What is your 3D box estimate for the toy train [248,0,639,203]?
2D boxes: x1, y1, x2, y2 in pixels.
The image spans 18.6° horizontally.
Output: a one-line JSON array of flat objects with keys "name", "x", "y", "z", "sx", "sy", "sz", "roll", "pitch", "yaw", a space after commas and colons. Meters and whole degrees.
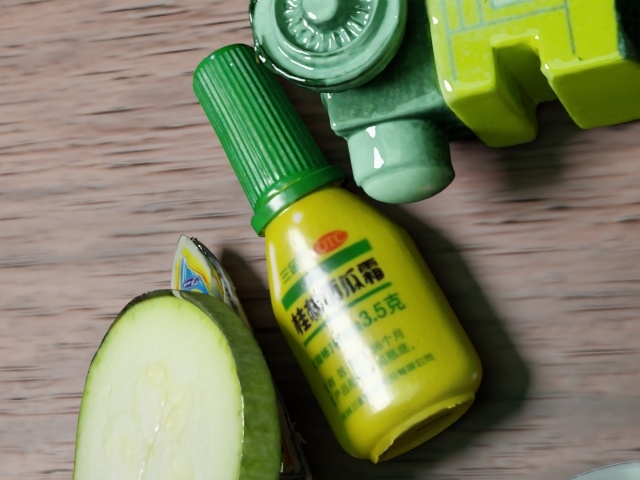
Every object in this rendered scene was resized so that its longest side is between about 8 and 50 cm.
[{"name": "toy train", "x": 0.090, "y": -0.251, "z": 1.280, "sx": 0.272, "sy": 0.179, "sz": 0.442, "roll": -12, "pitch": 74, "yaw": 16}]

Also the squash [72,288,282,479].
[{"name": "squash", "x": -0.096, "y": 0.139, "z": 1.298, "sx": 0.219, "sy": 0.041, "sz": 0.219, "roll": -17, "pitch": 68, "yaw": 51}]

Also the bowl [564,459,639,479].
[{"name": "bowl", "x": 0.198, "y": 0.220, "z": 1.164, "sx": 0.189, "sy": 0.189, "sz": 0.086, "roll": -1, "pitch": 121, "yaw": 24}]

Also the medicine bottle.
[{"name": "medicine bottle", "x": 0.000, "y": 0.000, "z": 1.320, "sx": 0.111, "sy": 0.076, "sz": 0.309, "roll": -34, "pitch": 67, "yaw": 14}]

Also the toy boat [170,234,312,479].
[{"name": "toy boat", "x": -0.067, "y": 0.091, "z": 1.338, "sx": 0.084, "sy": 0.066, "sz": 0.210, "roll": -24, "pitch": 70, "yaw": 17}]
